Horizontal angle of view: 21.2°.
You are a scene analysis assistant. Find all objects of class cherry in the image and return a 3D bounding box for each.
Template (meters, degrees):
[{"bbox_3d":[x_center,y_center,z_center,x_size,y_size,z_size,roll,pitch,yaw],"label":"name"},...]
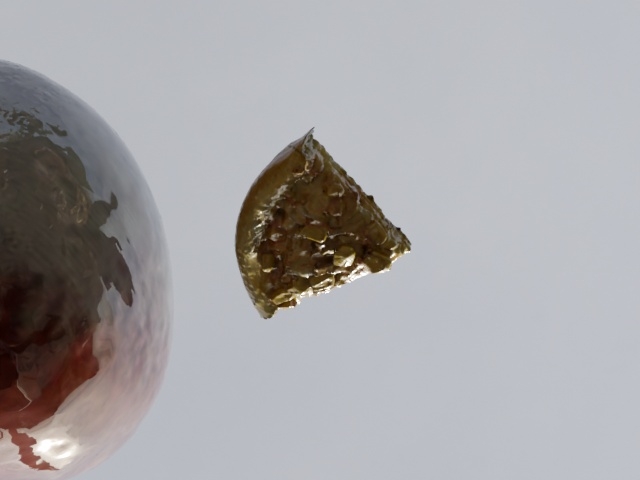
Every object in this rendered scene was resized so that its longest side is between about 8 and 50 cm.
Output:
[{"bbox_3d":[-0.258,0.024,1.311,0.291,0.335,0.326,-24,-118,22],"label":"cherry"}]

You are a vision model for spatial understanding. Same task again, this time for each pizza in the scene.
[{"bbox_3d":[0.000,0.000,1.259,0.131,0.041,0.178,21,-49,-11],"label":"pizza"}]
